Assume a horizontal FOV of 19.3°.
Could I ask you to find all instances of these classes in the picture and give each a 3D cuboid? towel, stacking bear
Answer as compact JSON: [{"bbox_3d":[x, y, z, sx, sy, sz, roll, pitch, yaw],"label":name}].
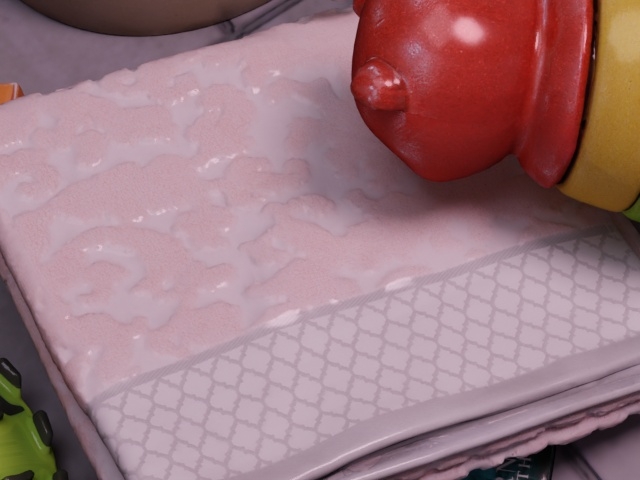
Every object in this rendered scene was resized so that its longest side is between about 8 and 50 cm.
[{"bbox_3d":[0.000,0.000,1.016,0.332,0.053,0.317,-17,53,-19],"label":"towel"},{"bbox_3d":[0.158,-0.080,0.972,0.289,0.164,0.175,6,46,-4],"label":"stacking bear"}]

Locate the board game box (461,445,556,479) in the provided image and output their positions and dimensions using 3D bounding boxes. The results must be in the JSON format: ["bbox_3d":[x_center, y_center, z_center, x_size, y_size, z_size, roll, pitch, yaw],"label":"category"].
[{"bbox_3d":[0.063,0.115,1.012,0.126,0.026,0.186,5,62,12],"label":"board game box"}]

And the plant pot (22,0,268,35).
[{"bbox_3d":[-0.115,-0.298,1.181,0.284,0.191,0.284,-5,61,8],"label":"plant pot"}]

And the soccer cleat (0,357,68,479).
[{"bbox_3d":[-0.252,0.093,1.059,0.289,0.093,0.121,43,118,16],"label":"soccer cleat"}]

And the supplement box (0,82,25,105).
[{"bbox_3d":[-0.288,-0.045,1.135,0.233,0.078,0.080,-1,61,9],"label":"supplement box"}]
